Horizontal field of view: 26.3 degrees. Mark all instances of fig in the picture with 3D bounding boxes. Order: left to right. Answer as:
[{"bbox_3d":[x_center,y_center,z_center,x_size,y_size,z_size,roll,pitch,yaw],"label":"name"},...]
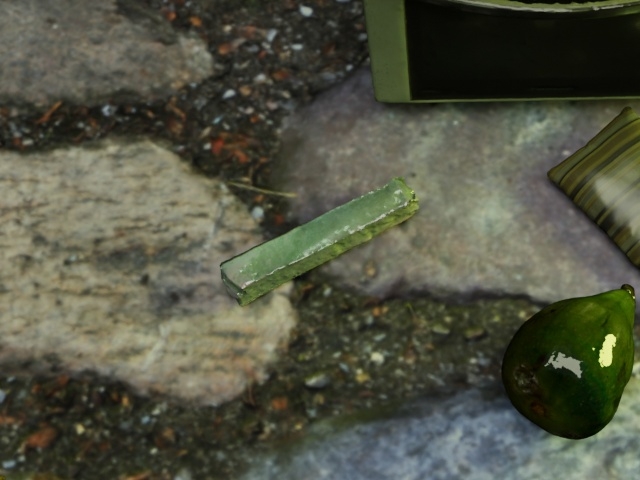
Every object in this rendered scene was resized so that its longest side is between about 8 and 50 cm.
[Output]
[{"bbox_3d":[0.247,0.095,1.273,0.117,0.117,0.177,35,68,16],"label":"fig"}]

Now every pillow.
[{"bbox_3d":[0.328,-0.028,1.335,0.113,0.038,0.203,-38,71,-4],"label":"pillow"}]

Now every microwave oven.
[{"bbox_3d":[0.242,-0.308,1.332,0.394,0.247,0.333,0,70,6],"label":"microwave oven"}]

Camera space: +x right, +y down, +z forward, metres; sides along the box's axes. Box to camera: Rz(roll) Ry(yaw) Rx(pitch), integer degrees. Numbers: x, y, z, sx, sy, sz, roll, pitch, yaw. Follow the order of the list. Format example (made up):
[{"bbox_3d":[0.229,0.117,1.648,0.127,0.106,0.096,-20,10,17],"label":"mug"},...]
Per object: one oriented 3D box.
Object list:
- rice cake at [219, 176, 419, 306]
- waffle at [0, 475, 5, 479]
[{"bbox_3d":[0.000,0.000,1.363,0.211,0.034,0.043,-26,62,-3],"label":"rice cake"},{"bbox_3d":[-0.314,0.395,1.193,0.379,0.095,0.382,8,68,27],"label":"waffle"}]
